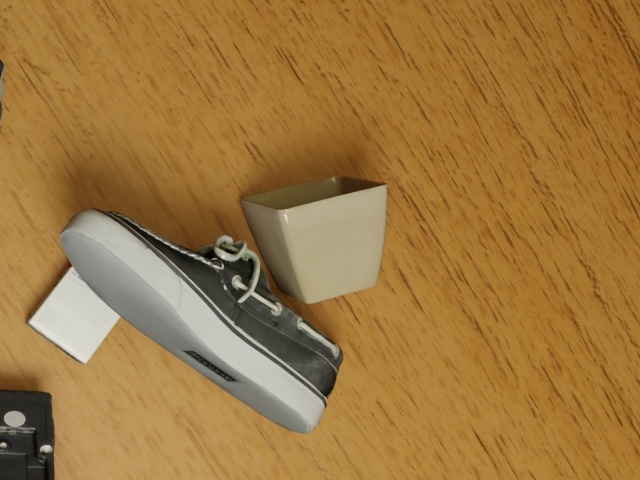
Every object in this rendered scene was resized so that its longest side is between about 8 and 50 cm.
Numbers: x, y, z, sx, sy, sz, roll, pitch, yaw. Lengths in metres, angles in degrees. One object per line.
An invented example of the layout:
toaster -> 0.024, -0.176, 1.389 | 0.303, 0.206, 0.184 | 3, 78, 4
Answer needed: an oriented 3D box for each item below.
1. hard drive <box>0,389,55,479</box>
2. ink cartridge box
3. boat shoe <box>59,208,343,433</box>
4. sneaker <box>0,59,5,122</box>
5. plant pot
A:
hard drive -> -0.312, 0.244, 0.835 | 0.237, 0.339, 0.064 | 5, 126, -20
ink cartridge box -> -0.203, 0.046, 1.029 | 0.063, 0.029, 0.115 | 39, 72, -13
boat shoe -> -0.090, 0.051, 1.013 | 0.306, 0.113, 0.105 | 40, 64, -26
sneaker -> -0.358, -0.098, 0.951 | 0.163, 0.086, 0.226 | 31, 74, -13
plant pot -> 0.000, 0.000, 1.076 | 0.109, 0.109, 0.096 | -15, 103, -21
